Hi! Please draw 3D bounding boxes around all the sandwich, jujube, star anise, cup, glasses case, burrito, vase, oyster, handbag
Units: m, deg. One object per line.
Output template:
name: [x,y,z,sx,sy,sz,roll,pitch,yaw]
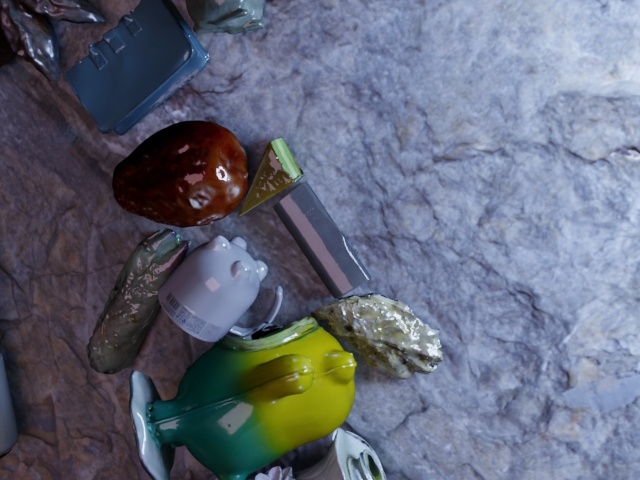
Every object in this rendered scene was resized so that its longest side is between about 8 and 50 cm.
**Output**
sandwich: [-0.097,-0.101,1.142,0.116,0.074,0.074,-31,95,17]
jujube: [-0.228,-0.101,1.130,0.236,0.168,0.168,-7,99,25]
star anise: [-0.499,-0.415,1.151,0.331,0.117,0.332,3,100,18]
cup: [-0.153,0.083,1.160,0.173,0.134,0.142,43,104,3]
glasses case: [0.001,0.001,1.159,0.072,0.042,0.191,-34,92,9]
burrito: [-0.324,0.104,1.237,0.096,0.066,0.309,32,106,0]
vase: [-0.090,0.487,1.181,0.445,0.250,0.250,-33,92,12]
oyster: [0.101,0.152,1.149,0.209,0.072,0.133,46,109,-1]
handbag: [-0.304,-0.287,1.165,0.221,0.057,0.144,-35,85,18]

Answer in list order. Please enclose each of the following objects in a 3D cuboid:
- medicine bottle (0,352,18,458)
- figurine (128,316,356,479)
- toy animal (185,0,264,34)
medicine bottle: [-0.647,0.267,1.302,0.143,0.143,0.258,-4,100,13]
figurine: [-0.105,0.251,1.114,0.340,0.323,0.231,-17,72,-2]
toy animal: [-0.156,-0.432,1.074,0.138,0.108,0.236,-12,97,15]
